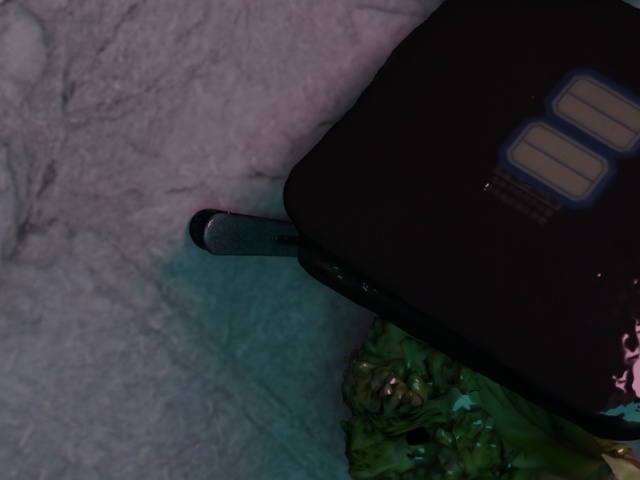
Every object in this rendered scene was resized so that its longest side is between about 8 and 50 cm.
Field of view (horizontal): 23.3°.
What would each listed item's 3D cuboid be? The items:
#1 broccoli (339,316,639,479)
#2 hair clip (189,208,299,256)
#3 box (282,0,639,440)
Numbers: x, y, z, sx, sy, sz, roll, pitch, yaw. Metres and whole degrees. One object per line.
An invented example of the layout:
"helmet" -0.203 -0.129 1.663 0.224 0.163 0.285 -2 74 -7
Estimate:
"broccoli" 0.186 0.216 1.342 0.277 0.317 0.339 -20 128 -30
"hair clip" 0.000 0.000 1.392 0.229 0.070 0.039 5 94 -16
"box" 0.193 -0.046 1.272 0.359 0.091 0.350 30 67 21
